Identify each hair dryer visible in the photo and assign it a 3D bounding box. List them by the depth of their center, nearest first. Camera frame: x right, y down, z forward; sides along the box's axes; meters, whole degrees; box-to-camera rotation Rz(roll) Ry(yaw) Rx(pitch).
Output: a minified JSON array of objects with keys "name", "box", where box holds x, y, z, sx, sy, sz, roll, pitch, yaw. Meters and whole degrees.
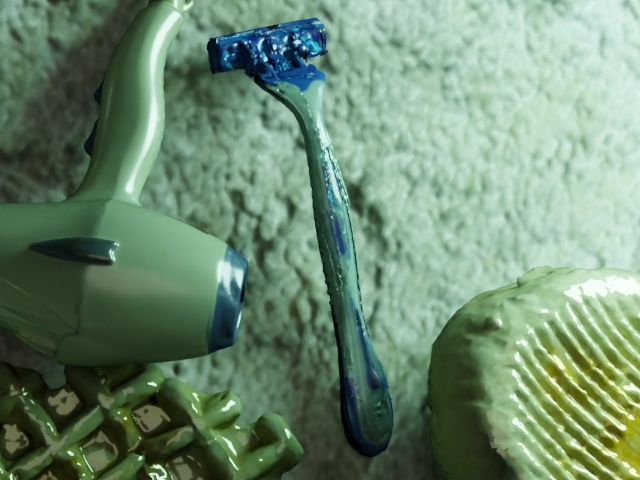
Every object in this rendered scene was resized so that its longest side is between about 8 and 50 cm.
[{"name":"hair dryer","box":[-0.213,-0.041,1.409,0.295,0.119,0.298,-9,68,-7]}]

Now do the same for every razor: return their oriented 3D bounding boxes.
[{"name":"razor","box":[0.005,-0.003,1.443,0.093,0.056,0.324,-13,86,-25]}]

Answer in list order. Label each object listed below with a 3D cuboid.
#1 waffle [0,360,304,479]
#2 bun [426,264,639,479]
[{"name":"waffle","box":[-0.146,0.235,1.386,0.291,0.056,0.309,15,78,-7]},{"name":"bun","box":[0.169,0.134,1.409,0.243,0.153,0.244,8,74,-28]}]
